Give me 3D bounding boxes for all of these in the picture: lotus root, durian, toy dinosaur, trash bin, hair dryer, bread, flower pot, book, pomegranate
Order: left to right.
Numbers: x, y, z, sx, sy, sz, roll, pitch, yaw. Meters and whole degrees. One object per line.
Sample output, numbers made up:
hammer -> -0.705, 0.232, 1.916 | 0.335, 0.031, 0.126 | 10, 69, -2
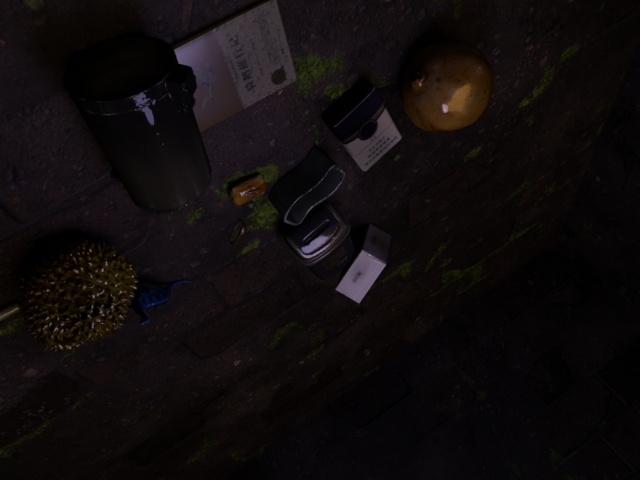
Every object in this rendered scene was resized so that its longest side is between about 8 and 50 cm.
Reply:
hair dryer -> -0.800, 0.196, 1.188 | 0.137, 0.047, 0.082 | -34, 148, -20
durian -> -0.587, 0.140, 1.159 | 0.293, 0.258, 0.258 | -37, 148, 17
toy dinosaur -> -0.490, 0.157, 1.358 | 0.329, 0.144, 0.076 | -67, 165, -76
trash bin -> -0.346, -0.222, 0.977 | 0.251, 0.203, 0.302 | 4, 143, 7
book -> -0.207, -0.384, 1.087 | 0.310, 0.021, 0.217 | -32, 146, -11
lotus root -> -0.246, -0.021, 1.463 | 0.030, 0.037, 0.083 | 0, 130, -49
bread -> -0.204, -0.139, 1.351 | 0.106, 0.053, 0.072 | -31, 150, -22
flower pot -> -0.042, -0.160, 1.431 | 0.229, 0.108, 0.103 | -42, 147, 7
trash bin -> 0.000, 0.000, 1.601 | 0.209, 0.182, 0.290 | -42, 152, -5
pomegranate -> 0.353, -0.431, 1.359 | 0.264, 0.264, 0.264 | -25, 144, -20

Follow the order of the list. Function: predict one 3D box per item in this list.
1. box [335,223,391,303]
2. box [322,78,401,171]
box -> 0.164, 0.080, 1.789 | 0.194, 0.111, 0.260 | -59, -176, 25
box -> 0.128, -0.333, 1.420 | 0.168, 0.071, 0.259 | -43, 148, 6
